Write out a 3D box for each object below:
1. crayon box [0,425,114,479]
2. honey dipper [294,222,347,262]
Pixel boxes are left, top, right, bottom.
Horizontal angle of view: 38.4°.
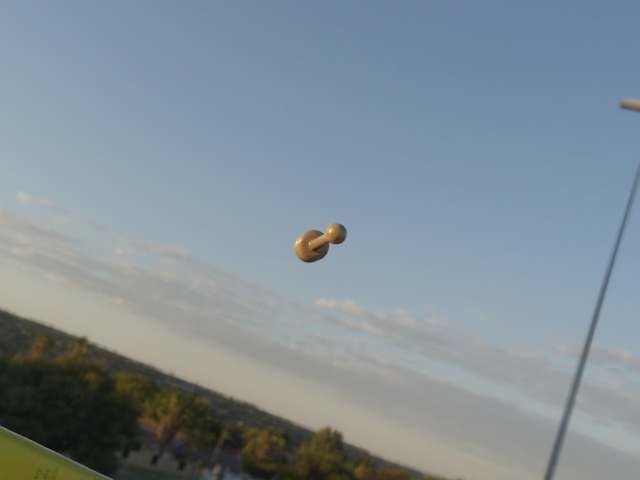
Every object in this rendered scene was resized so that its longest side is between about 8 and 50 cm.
[{"bbox_3d":[-0.192,0.195,0.459,0.081,0.202,0.318,0,-31,37],"label":"crayon box"},{"bbox_3d":[0.000,0.000,0.828,0.030,0.030,0.161,20,-8,-6],"label":"honey dipper"}]
